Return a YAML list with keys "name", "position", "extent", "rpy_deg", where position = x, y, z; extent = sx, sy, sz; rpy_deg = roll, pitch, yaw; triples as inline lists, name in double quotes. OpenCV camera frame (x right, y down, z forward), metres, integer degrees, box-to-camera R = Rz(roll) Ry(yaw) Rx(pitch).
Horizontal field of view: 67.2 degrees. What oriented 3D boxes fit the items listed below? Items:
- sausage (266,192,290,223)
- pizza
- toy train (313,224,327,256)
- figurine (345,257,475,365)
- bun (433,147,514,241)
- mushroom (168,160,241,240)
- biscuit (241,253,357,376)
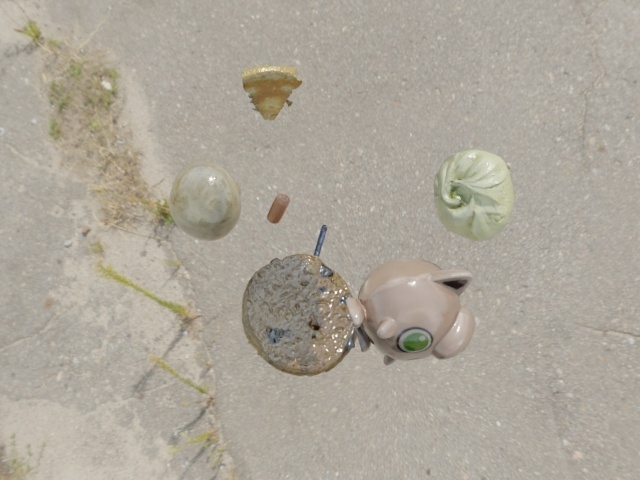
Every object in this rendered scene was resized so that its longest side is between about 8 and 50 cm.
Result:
- name: "sausage"
  position: [-0.094, -0.071, 1.082]
  extent: [0.034, 0.083, 0.034]
  rpy_deg: [16, 45, -17]
- name: "pizza"
  position: [-0.132, -0.393, 1.278]
  extent: [0.153, 0.194, 0.069]
  rpy_deg: [-10, 70, -11]
- name: "toy train"
  position: [0.000, 0.000, 1.218]
  extent: [0.017, 0.017, 0.084]
  rpy_deg: [16, 89, 4]
- name: "figurine"
  position: [0.100, 0.080, 0.538]
  extent: [0.137, 0.125, 0.125]
  rpy_deg: [-11, 74, 3]
- name: "bun"
  position: [0.406, -0.130, 1.341]
  extent: [0.159, 0.259, 0.260]
  rpy_deg: [-9, 71, -31]
- name: "mushroom"
  position: [-0.286, -0.094, 1.249]
  extent: [0.206, 0.209, 0.207]
  rpy_deg: [-6, 74, 22]
- name: "biscuit"
  position: [-0.048, 0.176, 1.144]
  extent: [0.295, 0.075, 0.296]
  rpy_deg: [5, 66, -11]
